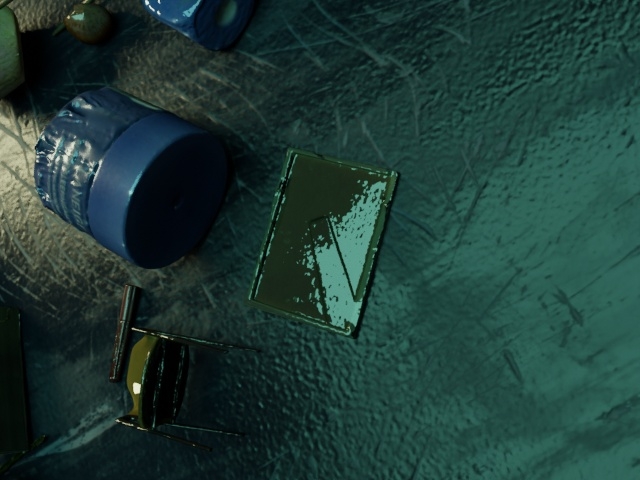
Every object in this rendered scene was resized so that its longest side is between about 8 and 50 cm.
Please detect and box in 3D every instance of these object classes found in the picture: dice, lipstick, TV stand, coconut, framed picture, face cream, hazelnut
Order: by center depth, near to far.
[{"bbox_3d":[0.000,0.000,1.494,0.209,0.019,0.281,17,91,23],"label":"framed picture"},{"bbox_3d":[-0.314,-0.106,1.517,0.225,0.249,0.248,27,95,26],"label":"face cream"},{"bbox_3d":[-0.209,-0.415,1.560,0.146,0.146,0.143,37,97,22],"label":"dice"},{"bbox_3d":[-0.349,0.166,1.622,0.027,0.027,0.176,11,90,24],"label":"lipstick"},{"bbox_3d":[-0.605,0.257,1.683,0.088,0.083,0.269,-14,75,24],"label":"TV stand"},{"bbox_3d":[-0.427,-0.402,1.686,0.087,0.086,0.086,-3,83,23],"label":"hazelnut"},{"bbox_3d":[-0.670,-0.350,1.704,0.237,0.237,0.197,-11,83,22],"label":"coconut"}]

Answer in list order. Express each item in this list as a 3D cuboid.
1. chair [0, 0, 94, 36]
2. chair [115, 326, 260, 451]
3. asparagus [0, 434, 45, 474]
[{"bbox_3d":[-0.467,-0.536,1.670,0.272,0.166,0.188,-31,72,17],"label":"chair"},{"bbox_3d":[-0.244,0.232,1.505,0.247,0.172,0.158,9,89,17],"label":"chair"},{"bbox_3d":[-0.561,0.402,1.693,0.163,0.016,0.016,-38,45,15],"label":"asparagus"}]
